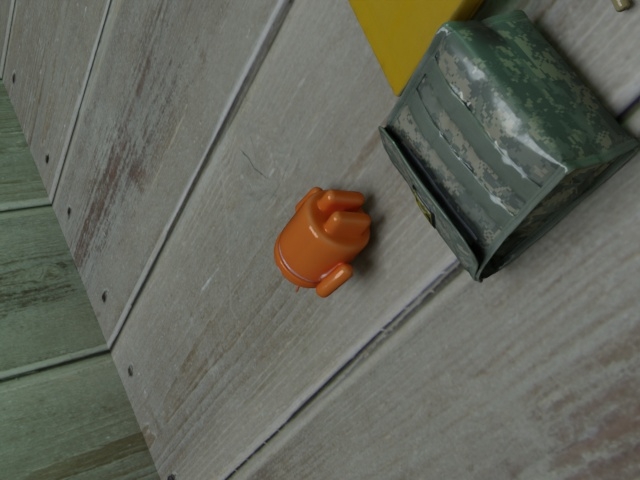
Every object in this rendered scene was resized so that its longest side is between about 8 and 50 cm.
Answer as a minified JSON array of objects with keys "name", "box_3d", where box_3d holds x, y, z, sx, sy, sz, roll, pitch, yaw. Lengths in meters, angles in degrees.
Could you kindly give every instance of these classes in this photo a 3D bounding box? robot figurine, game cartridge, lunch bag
[{"name":"robot figurine","box_3d":[0.000,0.002,1.252,0.158,0.128,0.219,45,137,3]},{"name":"game cartridge","box_3d":[0.110,-0.387,0.970,0.285,0.053,0.323,66,160,10]},{"name":"lunch bag","box_3d":[0.202,-0.102,0.934,0.235,0.169,0.287,58,146,20]}]

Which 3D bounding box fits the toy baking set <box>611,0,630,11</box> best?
[{"name":"toy baking set","box_3d":[0.349,-0.378,0.778,0.197,0.030,0.256,-38,70,47]}]
